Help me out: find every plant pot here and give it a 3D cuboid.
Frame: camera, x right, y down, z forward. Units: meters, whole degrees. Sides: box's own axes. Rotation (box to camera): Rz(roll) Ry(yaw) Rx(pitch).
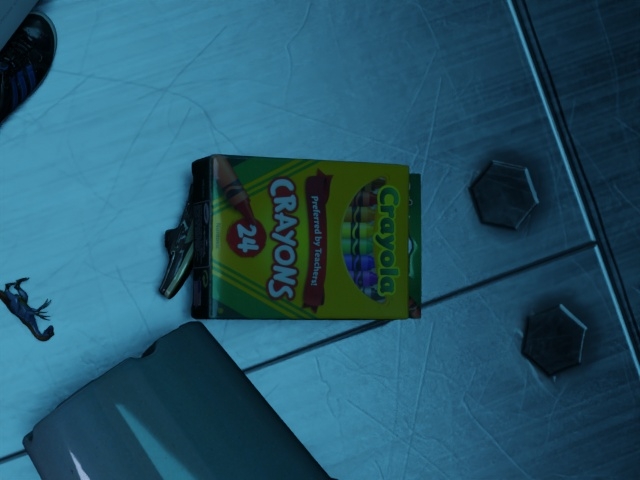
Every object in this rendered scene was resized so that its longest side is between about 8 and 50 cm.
[{"bbox_3d":[-0.153,0.298,1.638,0.341,0.341,0.334,-35,86,-11],"label":"plant pot"}]

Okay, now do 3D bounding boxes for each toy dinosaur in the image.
[{"bbox_3d":[-0.366,0.088,1.750,0.090,0.047,0.082,-9,98,21],"label":"toy dinosaur"}]

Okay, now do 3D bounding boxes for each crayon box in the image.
[{"bbox_3d":[0.000,0.000,1.773,0.318,0.081,0.202,1,87,-23],"label":"crayon box"}]

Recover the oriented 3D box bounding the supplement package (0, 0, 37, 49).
[{"bbox_3d":[-0.428,-0.340,1.638,0.145,0.204,0.262,27,73,16],"label":"supplement package"}]

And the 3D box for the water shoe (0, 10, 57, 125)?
[{"bbox_3d":[-0.389,-0.197,1.732,0.073,0.080,0.203,32,81,-8],"label":"water shoe"}]

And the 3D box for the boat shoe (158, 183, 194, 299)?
[{"bbox_3d":[-0.174,0.000,1.780,0.049,0.056,0.152,24,77,1],"label":"boat shoe"}]
